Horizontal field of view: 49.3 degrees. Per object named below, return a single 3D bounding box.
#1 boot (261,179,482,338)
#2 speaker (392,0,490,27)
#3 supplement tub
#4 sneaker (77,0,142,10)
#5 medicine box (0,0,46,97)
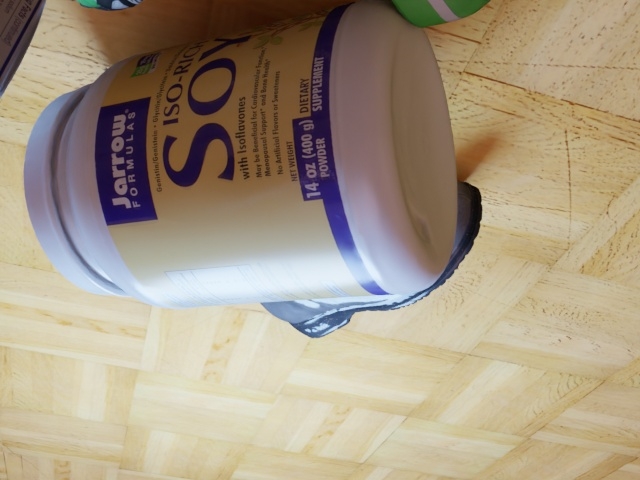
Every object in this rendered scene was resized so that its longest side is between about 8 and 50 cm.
[{"bbox_3d":[0.000,0.000,0.815,0.222,0.118,0.338,32,130,-28],"label":"boot"},{"bbox_3d":[0.176,-0.260,0.468,0.296,0.131,0.131,-22,135,27],"label":"speaker"},{"bbox_3d":[-0.064,-0.062,0.623,0.331,0.241,0.241,-6,141,23],"label":"supplement tub"},{"bbox_3d":[-0.083,-0.267,0.383,0.146,0.134,0.344,7,144,-21],"label":"sneaker"},{"bbox_3d":[-0.438,-0.189,0.580,0.263,0.149,0.289,-26,132,31],"label":"medicine box"}]
